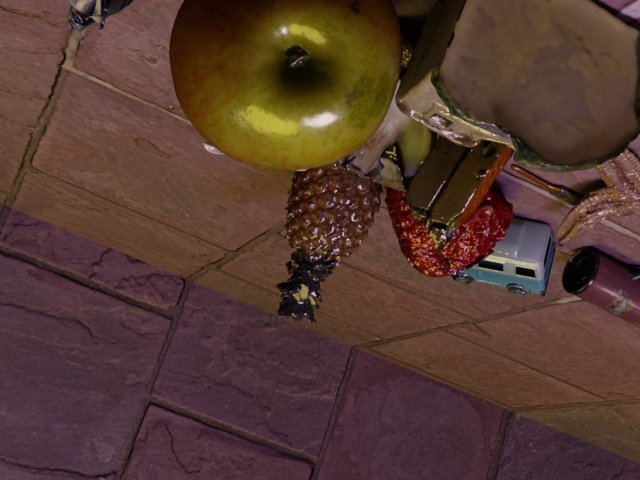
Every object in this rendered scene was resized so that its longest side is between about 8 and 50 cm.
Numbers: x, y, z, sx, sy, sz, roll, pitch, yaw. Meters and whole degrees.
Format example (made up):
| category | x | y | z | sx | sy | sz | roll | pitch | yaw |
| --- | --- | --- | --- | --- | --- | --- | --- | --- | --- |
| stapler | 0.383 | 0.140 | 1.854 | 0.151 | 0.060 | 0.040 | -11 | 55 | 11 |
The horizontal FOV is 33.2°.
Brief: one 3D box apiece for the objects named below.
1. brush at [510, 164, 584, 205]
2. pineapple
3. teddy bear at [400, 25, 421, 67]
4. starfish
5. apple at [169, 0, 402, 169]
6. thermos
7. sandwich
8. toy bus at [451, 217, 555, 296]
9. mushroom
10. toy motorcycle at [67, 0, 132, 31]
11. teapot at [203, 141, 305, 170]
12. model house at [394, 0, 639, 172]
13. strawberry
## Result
| category | x | y | z | sx | sy | sz | roll | pitch | yaw |
| --- | --- | --- | --- | --- | --- | --- | --- | --- | --- |
| brush | 0.437 | -0.107 | 2.074 | 0.170 | 0.014 | 0.043 | 26 | 163 | -18 |
| pineapple | 0.000 | 0.000 | 2.297 | 0.202 | 0.361 | 0.202 | 18 | 177 | 1 |
| teddy bear | 0.126 | -0.307 | 1.691 | 0.160 | 0.078 | 0.119 | 33 | 155 | 34 |
| starfish | 0.564 | -0.069 | 1.879 | 0.398 | 0.132 | 0.383 | 23 | 161 | 35 |
| apple | -0.048 | -0.259 | 1.536 | 0.340 | 0.339 | 0.339 | 17 | 163 | 5 |
| thermos | 0.701 | 0.117 | 2.362 | 0.330 | 0.136 | 0.109 | 25 | -171 | -20 |
| sandwich | 0.257 | -0.145 | 1.825 | 0.109 | 0.292 | 0.212 | 34 | -155 | 11 |
| toy bus | 0.363 | 0.015 | 2.328 | 0.272 | 0.133 | 0.164 | 10 | 156 | 17 |
| mushroom | 0.079 | -0.209 | 1.870 | 0.267 | 0.189 | 0.164 | 18 | -171 | -44 |
| toy motorcycle | -0.365 | -0.406 | 1.752 | 0.106 | 0.159 | 0.270 | 45 | 155 | -10 |
| teapot | -0.123 | -0.202 | 2.226 | 0.226 | 0.092 | 0.145 | 16 | 165 | 5 |
| model house | 0.267 | -0.209 | 1.534 | 0.321 | 0.261 | 0.266 | 26 | 164 | -11 |
| strawberry | 0.244 | -0.038 | 2.139 | 0.274 | 0.220 | 0.274 | 18 | 167 | 4 |
